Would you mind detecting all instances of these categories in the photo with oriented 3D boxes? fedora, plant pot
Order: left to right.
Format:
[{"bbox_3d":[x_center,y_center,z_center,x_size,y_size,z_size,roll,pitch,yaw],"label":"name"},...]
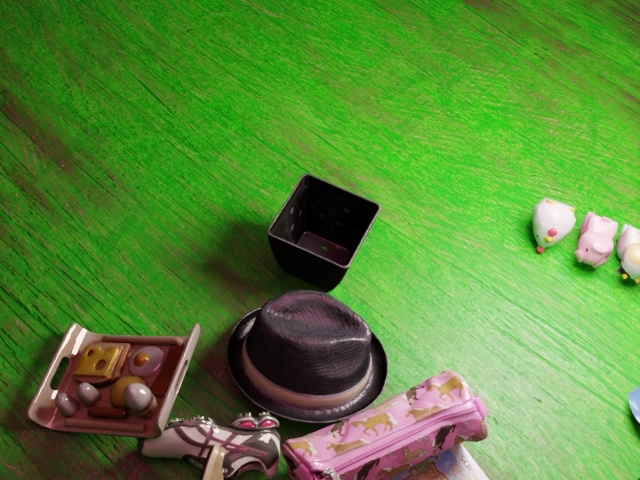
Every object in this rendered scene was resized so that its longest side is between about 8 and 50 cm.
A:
[{"bbox_3d":[-0.018,0.203,1.713,0.333,0.153,0.334,6,45,-6],"label":"fedora"},{"bbox_3d":[0.000,0.000,1.871,0.188,0.167,0.187,24,56,9],"label":"plant pot"}]

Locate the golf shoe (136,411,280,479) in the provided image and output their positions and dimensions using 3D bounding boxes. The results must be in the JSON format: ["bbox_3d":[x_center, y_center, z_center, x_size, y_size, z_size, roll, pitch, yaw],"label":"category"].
[{"bbox_3d":[-0.209,0.395,1.616,0.272,0.105,0.120,-3,64,-8],"label":"golf shoe"}]

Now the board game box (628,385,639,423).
[{"bbox_3d":[0.721,0.356,1.797,0.168,0.033,0.133,-25,57,-28],"label":"board game box"}]

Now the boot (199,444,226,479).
[{"bbox_3d":[-0.143,0.483,1.546,0.165,0.077,0.213,8,83,-3],"label":"boot"}]

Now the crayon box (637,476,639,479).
[{"bbox_3d":[0.743,0.590,1.606,0.322,0.083,0.203,23,56,10],"label":"crayon box"}]

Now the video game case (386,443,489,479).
[{"bbox_3d":[0.228,0.496,1.644,0.212,0.023,0.193,-27,62,-23],"label":"video game case"}]

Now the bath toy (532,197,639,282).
[{"bbox_3d":[0.648,0.012,1.975,0.348,0.129,0.151,20,11,5],"label":"bath toy"}]

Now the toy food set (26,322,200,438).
[{"bbox_3d":[-0.394,0.253,1.641,0.306,0.092,0.220,-1,51,23],"label":"toy food set"}]

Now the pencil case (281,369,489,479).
[{"bbox_3d":[0.123,0.376,1.616,0.386,0.160,0.167,-21,34,-17],"label":"pencil case"}]
